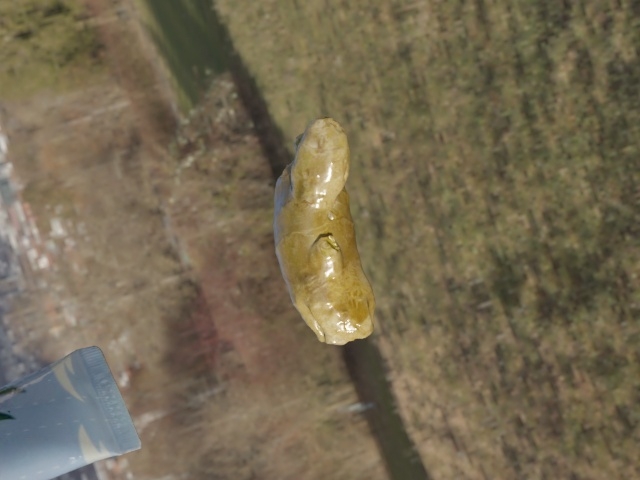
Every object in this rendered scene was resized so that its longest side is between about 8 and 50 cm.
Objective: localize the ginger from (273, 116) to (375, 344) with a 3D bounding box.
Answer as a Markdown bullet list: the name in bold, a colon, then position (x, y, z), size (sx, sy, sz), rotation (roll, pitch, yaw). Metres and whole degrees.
- **ginger**: position (-0.006, -0.004, 1.123), size (0.115, 0.081, 0.205), rotation (-11, 79, 46)

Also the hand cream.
- **hand cream**: position (-0.265, 0.156, 0.841), size (0.091, 0.271, 0.058), rotation (59, 162, 31)
